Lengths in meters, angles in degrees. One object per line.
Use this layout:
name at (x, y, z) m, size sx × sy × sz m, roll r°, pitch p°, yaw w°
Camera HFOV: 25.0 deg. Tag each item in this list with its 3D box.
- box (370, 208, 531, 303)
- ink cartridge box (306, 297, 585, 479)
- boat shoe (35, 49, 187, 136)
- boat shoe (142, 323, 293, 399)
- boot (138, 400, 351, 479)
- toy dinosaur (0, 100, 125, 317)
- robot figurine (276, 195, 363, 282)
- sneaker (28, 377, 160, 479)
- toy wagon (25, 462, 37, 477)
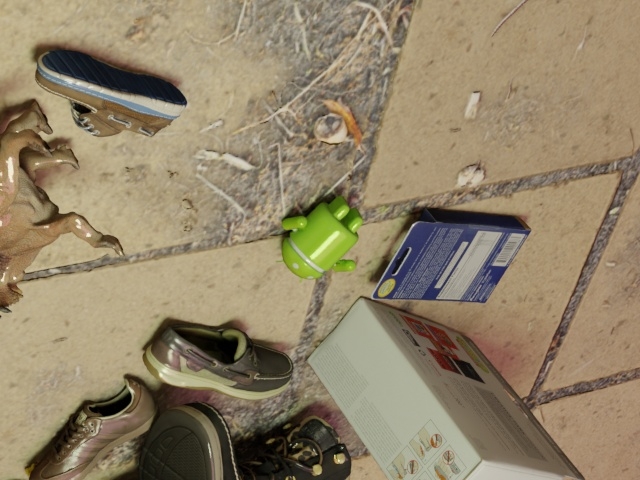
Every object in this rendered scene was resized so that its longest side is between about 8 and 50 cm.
box at (0.170, 0.023, 1.955) m, size 0.225 × 0.036 × 0.136 m, roll 3°, pitch 127°, yaw -42°
ink cartridge box at (0.174, 0.249, 1.967) m, size 0.272 × 0.309 × 0.130 m, roll 20°, pitch 115°, yaw -47°
boat shoe at (-0.218, -0.139, 1.463) m, size 0.183 × 0.066 × 0.066 m, roll 14°, pitch 121°, yaw -45°
boat shoe at (-0.116, 0.148, 1.827) m, size 0.224 × 0.080 × 0.073 m, roll 10°, pitch 127°, yaw -38°
boot at (-0.092, 0.321, 1.941) m, size 0.284 × 0.138 × 0.377 m, roll -32°, pitch 133°, yaw -38°
toy dinosaur at (-0.336, -0.027, 1.449) m, size 0.200 × 0.127 × 0.295 m, roll -29°, pitch 136°, yaw 1°
robot figurine at (0.000, 0.000, 1.774) m, size 0.115 × 0.067 × 0.101 m, roll -45°, pitch 114°, yaw 10°
sneaker at (-0.295, 0.241, 1.810) m, size 0.188 × 0.066 × 0.071 m, roll -35°, pitch 124°, yaw -11°
toy wagon at (-0.481, 0.404, 1.815) m, size 0.344 × 0.068 × 0.267 m, roll -32°, pitch 142°, yaw -7°
